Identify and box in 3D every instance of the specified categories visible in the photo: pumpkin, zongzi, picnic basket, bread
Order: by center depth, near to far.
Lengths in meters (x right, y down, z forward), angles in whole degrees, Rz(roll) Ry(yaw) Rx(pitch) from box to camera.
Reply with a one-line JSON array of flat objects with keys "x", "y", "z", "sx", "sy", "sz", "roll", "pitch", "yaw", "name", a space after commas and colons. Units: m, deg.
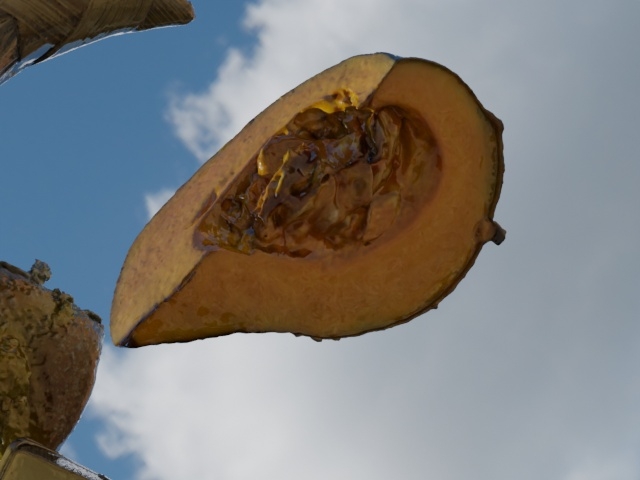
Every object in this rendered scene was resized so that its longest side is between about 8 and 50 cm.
[{"x": -0.004, "y": 0.001, "z": 1.073, "sx": 0.278, "sy": 0.111, "sz": 0.163, "roll": -45, "pitch": -60, "yaw": -5, "name": "pumpkin"}, {"x": -0.272, "y": -0.198, "z": 1.547, "sx": 0.288, "sy": 0.134, "sz": 0.286, "roll": 28, "pitch": -123, "yaw": -22, "name": "zongzi"}, {"x": -0.274, "y": 0.287, "z": 1.664, "sx": 0.164, "sy": 0.079, "sz": 0.115, "roll": 29, "pitch": -95, "yaw": -10, "name": "picnic basket"}, {"x": -0.351, "y": 0.133, "z": 1.774, "sx": 0.195, "sy": 0.176, "sz": 0.246, "roll": 35, "pitch": -111, "yaw": -27, "name": "bread"}]
